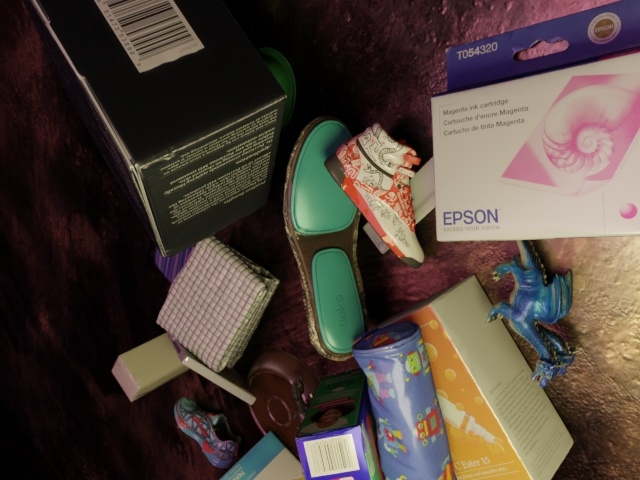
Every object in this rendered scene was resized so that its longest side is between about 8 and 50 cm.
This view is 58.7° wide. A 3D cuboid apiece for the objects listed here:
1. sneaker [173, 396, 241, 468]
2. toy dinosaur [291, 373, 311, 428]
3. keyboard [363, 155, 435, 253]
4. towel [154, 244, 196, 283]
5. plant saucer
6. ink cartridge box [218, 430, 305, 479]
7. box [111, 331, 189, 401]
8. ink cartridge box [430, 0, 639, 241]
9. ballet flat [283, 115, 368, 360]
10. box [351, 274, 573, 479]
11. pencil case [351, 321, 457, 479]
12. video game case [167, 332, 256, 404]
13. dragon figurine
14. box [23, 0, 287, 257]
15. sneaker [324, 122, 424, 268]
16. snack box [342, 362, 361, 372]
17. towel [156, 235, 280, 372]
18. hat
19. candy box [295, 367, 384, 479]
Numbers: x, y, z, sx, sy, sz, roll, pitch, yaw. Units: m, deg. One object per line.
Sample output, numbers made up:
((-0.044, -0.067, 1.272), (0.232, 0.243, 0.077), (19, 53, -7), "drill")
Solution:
((-0.335, 0.556, 1.734), (0.262, 0.104, 0.125), (40, 110, 19), "sneaker")
((-0.013, 0.450, 1.331), (0.268, 0.064, 0.118), (59, 165, 22), "toy dinosaur")
((0.174, -0.070, 1.098), (0.256, 0.014, 0.072), (-47, 68, 41), "keyboard")
((-0.355, 0.074, 1.610), (0.336, 0.040, 0.243), (41, 130, 26), "towel")
((-0.097, 0.440, 1.496), (0.310, 0.050, 0.311), (17, 117, 37), "plant saucer")
((-0.121, 0.683, 1.463), (0.270, 0.197, 0.198), (41, 141, 16), "ink cartridge box")
((-0.428, 0.326, 1.591), (0.113, 0.275, 0.094), (52, 133, 15), "box")
((0.319, -0.166, 0.845), (0.324, 0.071, 0.330), (-3, 91, 42), "ink cartridge box")
((0.000, 0.000, 1.170), (0.182, 0.163, 0.483), (-179, 83, -73), "ballet flat")
((0.253, 0.274, 1.039), (0.215, 0.168, 0.345), (-37, 79, 43), "box")
((0.138, 0.289, 0.949), (0.133, 0.119, 0.306), (-1, 105, 57), "pencil case")
((-0.288, 0.330, 1.496), (0.227, 0.026, 0.206), (40, 173, -26), "video game case")
((0.360, 0.086, 0.927), (0.144, 0.085, 0.289), (14, 102, 37), "dragon figurine")
((-0.328, -0.287, 1.149), (0.480, 0.297, 0.472), (57, 161, 11), "box")
((0.143, -0.085, 1.045), (0.145, 0.090, 0.270), (-39, 95, 12), "sneaker")
((0.062, 0.360, 1.287), (0.037, 0.100, 0.141), (20, 117, 36), "snack box")
((-0.254, 0.148, 1.421), (0.235, 0.121, 0.284), (35, 106, 22), "towel")
((-0.171, -0.321, 1.193), (0.172, 0.183, 0.209), (16, 115, 35), "hat")
((0.059, 0.418, 1.063), (0.122, 0.317, 0.268), (-12, 93, 7), "candy box")
